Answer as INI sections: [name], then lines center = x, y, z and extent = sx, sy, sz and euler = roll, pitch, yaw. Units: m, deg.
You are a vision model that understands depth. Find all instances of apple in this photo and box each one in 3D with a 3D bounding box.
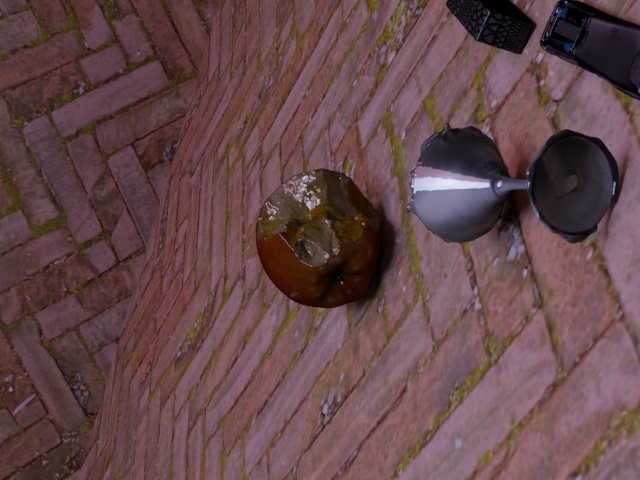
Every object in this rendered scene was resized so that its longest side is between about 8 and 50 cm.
[apple]
center = -0.001, 0.007, 1.194
extent = 0.147, 0.156, 0.158
euler = 107, 156, -51

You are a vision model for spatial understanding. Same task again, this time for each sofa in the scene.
[sofa]
center = 0.187, -0.251, 1.053
extent = 0.118, 0.060, 0.039
euler = -108, 34, -55

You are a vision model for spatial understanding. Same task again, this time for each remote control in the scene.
[remote control]
center = 0.259, -0.175, 0.857
extent = 0.059, 0.028, 0.212
euler = -65, 22, 16

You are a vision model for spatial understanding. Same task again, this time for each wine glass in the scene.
[wine glass]
center = 0.173, -0.048, 0.862
extent = 0.183, 0.122, 0.122
euler = 12, 84, 66
